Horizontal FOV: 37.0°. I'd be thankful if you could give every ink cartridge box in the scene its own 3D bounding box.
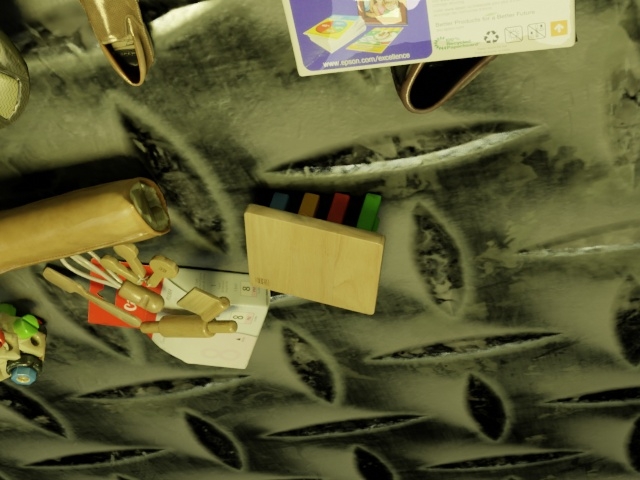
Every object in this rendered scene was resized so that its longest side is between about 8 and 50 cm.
[{"bbox_3d":[-0.198,0.104,1.304,0.232,0.066,0.189,3,147,-13],"label":"ink cartridge box"},{"bbox_3d":[0.067,-0.218,0.646,0.206,0.045,0.208,-4,132,11],"label":"ink cartridge box"}]

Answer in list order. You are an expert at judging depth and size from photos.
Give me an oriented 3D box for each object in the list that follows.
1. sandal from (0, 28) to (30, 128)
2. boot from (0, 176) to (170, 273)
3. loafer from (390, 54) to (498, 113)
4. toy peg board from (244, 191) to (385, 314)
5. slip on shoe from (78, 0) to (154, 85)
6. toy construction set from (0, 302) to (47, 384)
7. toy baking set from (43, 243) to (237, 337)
[{"bbox_3d":[-0.389,-0.196,0.822,0.303,0.086,0.120,25,119,-7],"label":"sandal"},{"bbox_3d":[-0.320,-0.013,1.014,0.269,0.089,0.236,-12,-179,6],"label":"boot"},{"bbox_3d":[0.160,-0.208,0.727,0.109,0.095,0.302,28,133,-21],"label":"loafer"},{"bbox_3d":[0.000,0.000,1.145,0.160,0.079,0.161,14,147,7],"label":"toy peg board"},{"bbox_3d":[-0.185,-0.195,0.857,0.051,0.041,0.135,-4,147,6],"label":"slip on shoe"},{"bbox_3d":[-0.505,0.148,1.297,0.327,0.151,0.215,-11,146,35],"label":"toy construction set"},{"bbox_3d":[-0.226,0.062,1.209,0.256,0.030,0.197,-7,135,38],"label":"toy baking set"}]
